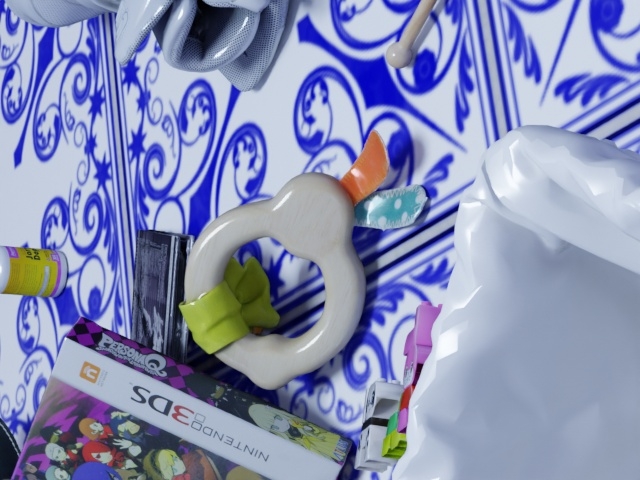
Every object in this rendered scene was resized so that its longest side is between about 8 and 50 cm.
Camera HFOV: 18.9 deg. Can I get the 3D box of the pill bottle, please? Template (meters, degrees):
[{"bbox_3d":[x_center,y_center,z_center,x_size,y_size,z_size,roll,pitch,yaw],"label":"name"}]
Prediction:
[{"bbox_3d":[-0.271,0.027,1.709,0.043,0.083,0.043,-12,76,56],"label":"pill bottle"}]

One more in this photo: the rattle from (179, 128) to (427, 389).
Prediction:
[{"bbox_3d":[0.000,0.000,1.342,0.130,0.143,0.200,39,105,17],"label":"rattle"}]

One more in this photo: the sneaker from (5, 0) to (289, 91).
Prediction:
[{"bbox_3d":[-0.142,-0.203,1.491,0.366,0.137,0.210,-31,57,48],"label":"sneaker"}]

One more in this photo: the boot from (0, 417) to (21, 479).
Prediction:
[{"bbox_3d":[-0.236,0.224,1.629,0.178,0.085,0.236,-44,57,43],"label":"boot"}]

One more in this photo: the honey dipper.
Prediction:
[{"bbox_3d":[0.080,-0.175,1.245,0.161,0.030,0.030,-60,40,38],"label":"honey dipper"}]

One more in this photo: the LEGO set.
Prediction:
[{"bbox_3d":[0.081,0.083,1.135,0.227,0.087,0.093,120,158,-75],"label":"LEGO set"}]

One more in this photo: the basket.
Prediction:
[{"bbox_3d":[0.212,0.159,0.767,0.328,0.266,0.331,35,116,54],"label":"basket"}]

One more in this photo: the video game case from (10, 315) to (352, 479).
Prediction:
[{"bbox_3d":[-0.116,0.194,1.352,0.042,0.210,0.232,-61,-4,-64],"label":"video game case"}]

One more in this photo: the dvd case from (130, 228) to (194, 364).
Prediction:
[{"bbox_3d":[-0.124,0.075,1.467,0.221,0.018,0.164,-173,87,-78],"label":"dvd case"}]
